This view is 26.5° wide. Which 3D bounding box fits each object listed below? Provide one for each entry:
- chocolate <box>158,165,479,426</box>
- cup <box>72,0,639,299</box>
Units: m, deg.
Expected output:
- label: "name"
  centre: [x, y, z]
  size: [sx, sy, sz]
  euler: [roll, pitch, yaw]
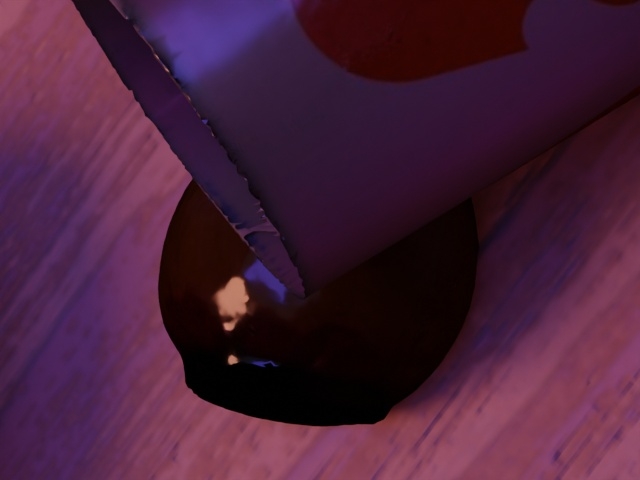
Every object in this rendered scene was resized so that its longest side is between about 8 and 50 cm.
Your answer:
- label: "chocolate"
  centre: [0.000, 0.000, 0.538]
  size: [0.124, 0.127, 0.133]
  euler: [7, 68, -10]
- label: "cup"
  centre: [0.071, -0.118, 0.431]
  size: [0.288, 0.203, 0.203]
  euler: [-36, 71, -7]
